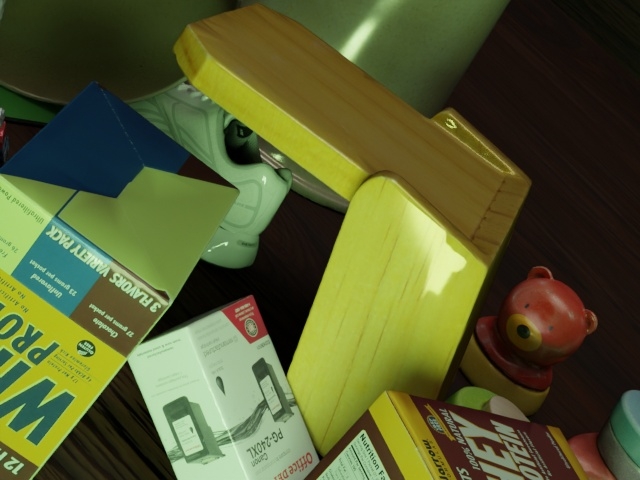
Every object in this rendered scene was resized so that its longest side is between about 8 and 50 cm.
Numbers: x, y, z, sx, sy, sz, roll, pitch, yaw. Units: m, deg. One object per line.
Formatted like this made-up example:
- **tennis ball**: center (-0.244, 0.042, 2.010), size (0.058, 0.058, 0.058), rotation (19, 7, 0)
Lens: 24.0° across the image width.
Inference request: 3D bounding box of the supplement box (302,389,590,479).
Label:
- **supplement box**: center (0.080, 0.230, 1.080), size (0.191, 0.194, 0.129), rotation (17, 33, -40)

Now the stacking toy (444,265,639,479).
- **stacking toy**: center (0.269, 0.182, 1.515), size (0.309, 0.130, 0.279), rotation (41, 24, 3)

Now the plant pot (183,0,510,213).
- **plant pot**: center (0.053, -0.247, 1.729), size (0.334, 0.305, 0.334), rotation (32, 25, -17)

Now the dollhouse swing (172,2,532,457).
- **dollhouse swing**: center (0.000, 0.000, 1.316), size (0.305, 0.315, 0.347), rotation (22, 18, 7)

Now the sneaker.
- **sneaker**: center (-0.127, -0.109, 1.467), size (0.110, 0.118, 0.292), rotation (1, 43, -52)

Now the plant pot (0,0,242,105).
- **plant pot**: center (-0.216, -0.292, 1.406), size (0.284, 0.284, 0.191), rotation (27, 34, -27)

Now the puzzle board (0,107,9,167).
- **puzzle board**: center (-0.251, -0.051, 1.150), size (0.011, 0.128, 0.096), rotation (8, 73, -6)

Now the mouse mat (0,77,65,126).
- **mouse mat**: center (-0.318, -0.162, 1.418), size (0.190, 0.007, 0.152), rotation (5, 42, -51)

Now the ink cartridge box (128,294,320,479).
- **ink cartridge box**: center (-0.069, 0.130, 1.130), size (0.109, 0.063, 0.150), rotation (-25, 93, -63)

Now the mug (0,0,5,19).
- **mug**: center (-0.351, -0.149, 1.080), size (0.328, 0.276, 0.374), rotation (-51, 121, -78)

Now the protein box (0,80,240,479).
- **protein box**: center (-0.185, 0.031, 1.036), size (0.136, 0.201, 0.200), rotation (37, 24, -6)
